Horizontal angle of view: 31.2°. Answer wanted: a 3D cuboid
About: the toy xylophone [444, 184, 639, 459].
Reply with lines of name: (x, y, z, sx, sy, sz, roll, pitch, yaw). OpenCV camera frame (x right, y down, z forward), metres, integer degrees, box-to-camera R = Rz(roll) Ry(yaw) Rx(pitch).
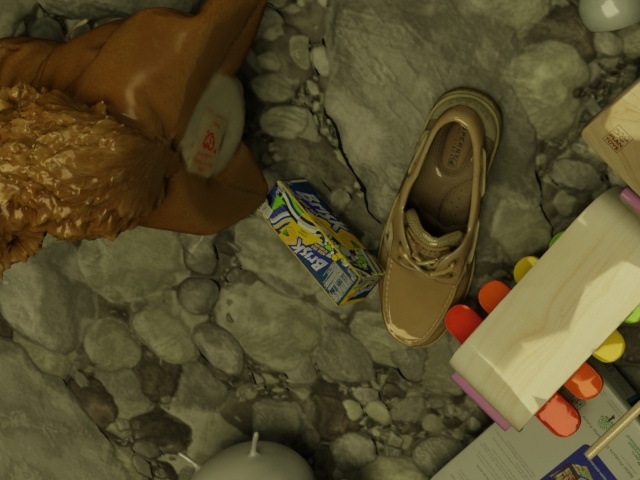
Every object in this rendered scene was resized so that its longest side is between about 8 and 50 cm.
toy xylophone: (0.297, 0.105, 1.316, 0.322, 0.081, 0.236, -42, 76, 16)

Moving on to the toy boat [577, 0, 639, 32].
toy boat: (0.370, -0.340, 1.124, 0.267, 0.148, 0.318, 36, 118, 1)

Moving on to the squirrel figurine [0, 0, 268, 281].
squirrel figurine: (-0.298, -0.138, 1.308, 0.370, 0.397, 0.281, 16, 127, 26)

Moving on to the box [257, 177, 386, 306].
box: (0.000, 0.000, 1.412, 0.169, 0.059, 0.054, 50, 121, 21)

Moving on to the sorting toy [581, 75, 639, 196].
sorting toy: (0.463, -0.119, 1.223, 0.257, 0.089, 0.255, 45, 118, -3)

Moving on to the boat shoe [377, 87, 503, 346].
boat shoe: (0.128, -0.011, 1.369, 0.121, 0.110, 0.341, 15, 116, 12)

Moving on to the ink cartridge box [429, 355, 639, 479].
ink cartridge box: (0.274, 0.295, 1.452, 0.333, 0.065, 0.165, -46, 71, 28)

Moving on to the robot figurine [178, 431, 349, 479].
robot figurine: (-0.069, 0.424, 1.573, 0.300, 0.200, 0.353, -21, 105, 10)
